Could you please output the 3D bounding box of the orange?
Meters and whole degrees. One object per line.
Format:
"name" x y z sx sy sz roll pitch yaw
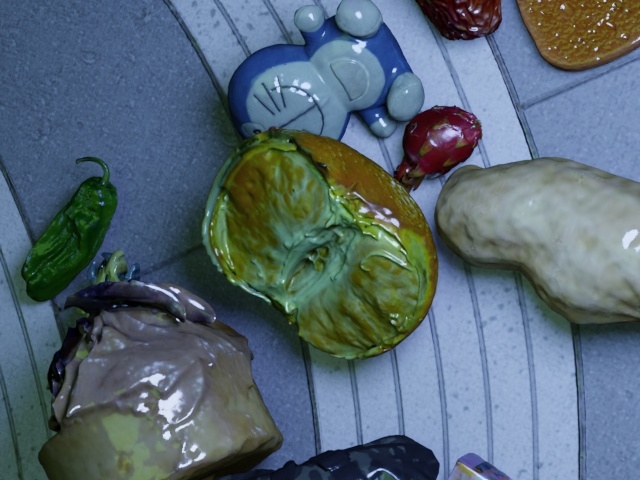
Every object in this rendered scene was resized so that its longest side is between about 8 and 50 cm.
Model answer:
"orange" 0.004 -0.003 1.909 0.335 0.196 0.262 33 114 -2

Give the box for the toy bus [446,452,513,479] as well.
"toy bus" 0.165 0.423 1.885 0.112 0.090 0.274 30 101 19

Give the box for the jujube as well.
"jujube" 0.170 -0.381 1.893 0.168 0.168 0.236 -18 97 23

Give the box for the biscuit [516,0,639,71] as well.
"biscuit" 0.353 -0.324 1.861 0.186 0.036 0.192 -27 76 19

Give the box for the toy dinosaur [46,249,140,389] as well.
"toy dinosaur" -0.325 0.149 2.129 0.153 0.094 0.259 40 109 19

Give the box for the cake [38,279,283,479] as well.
"cake" -0.253 0.214 1.965 0.332 0.332 0.321 -32 76 21

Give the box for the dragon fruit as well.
"dragon fruit" 0.137 -0.116 1.928 0.190 0.094 0.094 -41 72 30

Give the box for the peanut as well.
"peanut" 0.320 0.000 1.792 0.387 0.169 0.192 21 101 28

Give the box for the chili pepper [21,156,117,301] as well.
"chili pepper" -0.381 -0.007 2.169 0.100 0.074 0.257 44 106 20

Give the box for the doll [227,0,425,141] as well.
"doll" -0.005 -0.212 1.950 0.258 0.228 0.154 -33 30 8

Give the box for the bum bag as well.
"bum bag" -0.007 0.330 1.850 0.341 0.144 0.095 -12 114 -8
